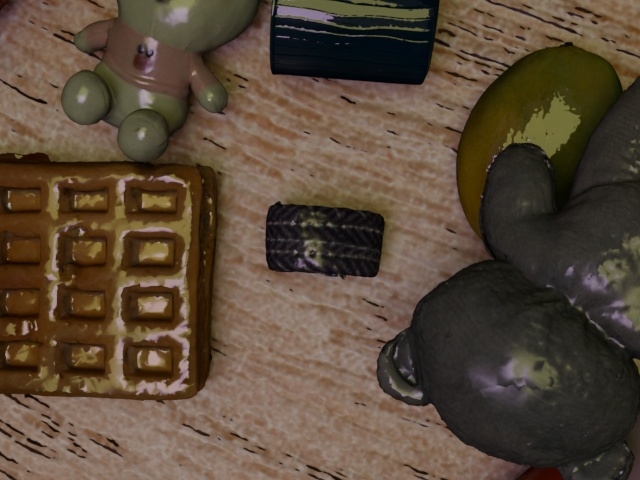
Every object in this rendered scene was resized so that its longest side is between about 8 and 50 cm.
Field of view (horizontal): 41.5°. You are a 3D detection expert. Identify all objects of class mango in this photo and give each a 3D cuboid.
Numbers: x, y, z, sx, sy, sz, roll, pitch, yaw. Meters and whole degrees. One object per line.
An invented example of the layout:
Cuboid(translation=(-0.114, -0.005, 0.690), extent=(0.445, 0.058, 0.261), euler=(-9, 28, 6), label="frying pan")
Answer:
Cuboid(translation=(0.188, -0.087, 0.752), extent=(0.122, 0.085, 0.191), euler=(37, 92, -1), label="mango")

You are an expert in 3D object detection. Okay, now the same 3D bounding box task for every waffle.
Cuboid(translation=(-0.261, 0.032, 0.774), extent=(0.328, 0.098, 0.224), euler=(2, 89, 2), label="waffle")

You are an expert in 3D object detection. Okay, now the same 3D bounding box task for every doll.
Cuboid(translation=(0.219, 0.033, 0.662), extent=(0.246, 0.158, 0.340), euler=(34, 78, 19), label="doll")
Cuboid(translation=(-0.137, -0.203, 0.762), extent=(0.155, 0.113, 0.274), euler=(21, 85, 5), label="doll")

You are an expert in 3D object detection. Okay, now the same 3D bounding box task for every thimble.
Cuboid(translation=(0.002, 0.000, 0.758), extent=(0.104, 0.095, 0.066), euler=(4, 89, 17), label="thimble")

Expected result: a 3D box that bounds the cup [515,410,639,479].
Cuboid(translation=(0.207, 0.278, 0.715), extent=(0.288, 0.203, 0.203), euler=(-41, 89, 10), label="cup")

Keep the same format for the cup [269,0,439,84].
Cuboid(translation=(0.033, -0.215, 0.745), extent=(0.138, 0.113, 0.150), euler=(6, 93, 1), label="cup")

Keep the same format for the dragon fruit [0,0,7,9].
Cuboid(translation=(-0.382, -0.272, 0.702), extent=(0.231, 0.237, 0.302), euler=(26, 120, -7), label="dragon fruit")
